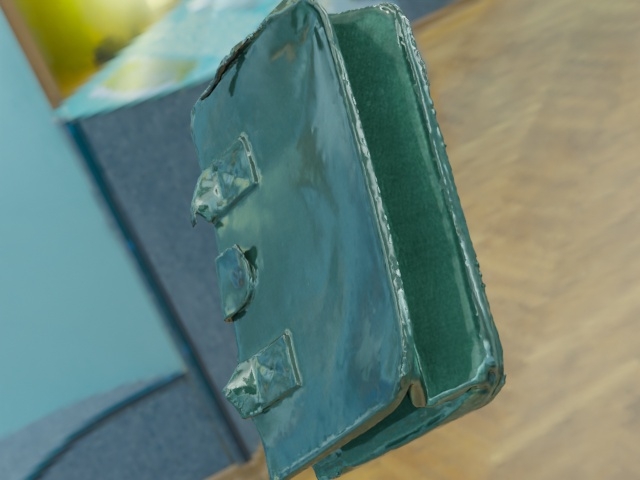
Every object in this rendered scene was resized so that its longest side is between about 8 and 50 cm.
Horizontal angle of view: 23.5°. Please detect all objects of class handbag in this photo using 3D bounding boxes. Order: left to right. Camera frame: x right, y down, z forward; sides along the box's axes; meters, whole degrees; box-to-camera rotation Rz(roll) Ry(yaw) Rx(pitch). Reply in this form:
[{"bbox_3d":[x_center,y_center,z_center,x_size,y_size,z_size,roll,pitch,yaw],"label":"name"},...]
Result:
[{"bbox_3d":[0.000,0.000,1.145,0.089,0.326,0.238,0,-25,-36],"label":"handbag"}]
